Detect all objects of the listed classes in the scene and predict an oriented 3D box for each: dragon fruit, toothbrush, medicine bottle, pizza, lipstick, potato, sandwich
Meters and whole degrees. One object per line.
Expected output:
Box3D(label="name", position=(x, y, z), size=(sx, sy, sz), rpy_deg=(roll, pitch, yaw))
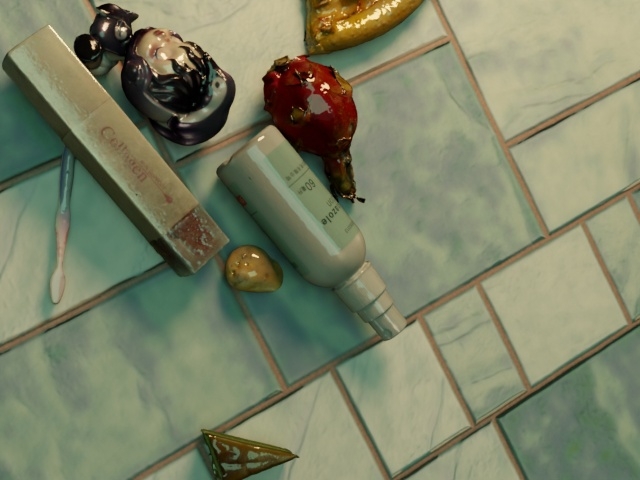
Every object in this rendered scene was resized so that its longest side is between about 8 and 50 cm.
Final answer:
Box3D(label="dragon fruit", position=(0.004, -0.160, 1.266), size=(0.125, 0.125, 0.246), rpy_deg=(-34, 113, -31))
Box3D(label="toothbrush", position=(-0.352, -0.047, 1.176), size=(0.021, 0.027, 0.269), rpy_deg=(8, 83, -30))
Box3D(label="medicine bottle", position=(0.000, 0.000, 1.241), size=(0.110, 0.110, 0.352), rpy_deg=(-42, 99, -16))
Box3D(label="pizza", position=(0.086, -0.425, 1.323), size=(0.365, 0.074, 0.182), rpy_deg=(-43, 107, -17))
Box3D(label="lipstick", position=(-0.276, -0.114, 1.161), size=(0.076, 0.080, 0.371), rpy_deg=(-44, 105, -21))
Box3D(label="potato", position=(-0.095, 0.045, 1.239), size=(0.083, 0.062, 0.068), rpy_deg=(24, 94, -36))
Box3D(label="sandwich", position=(-0.099, 0.286, 1.204), size=(0.116, 0.074, 0.074), rpy_deg=(-16, 91, -19))

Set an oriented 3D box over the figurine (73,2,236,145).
Box3D(label="figurine", position=(-0.227, -0.222, 1.185), size=(0.222, 0.145, 0.145), rpy_deg=(30, 77, -4))
